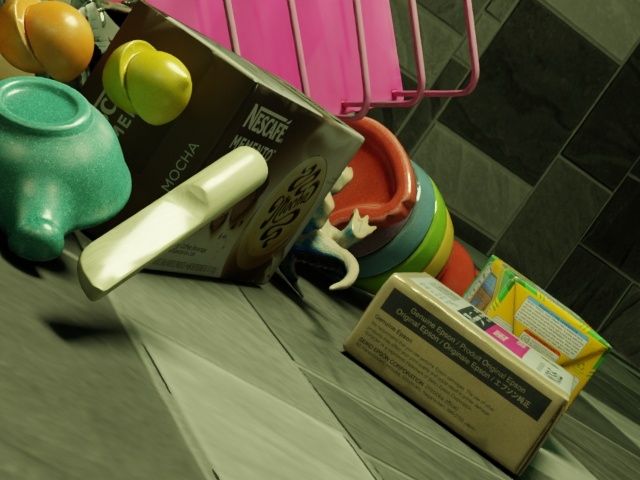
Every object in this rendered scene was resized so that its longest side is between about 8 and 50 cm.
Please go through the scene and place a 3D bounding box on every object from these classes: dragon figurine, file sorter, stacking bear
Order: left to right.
[{"bbox_3d":[-0.031,-0.005,1.413,0.085,0.144,0.289,32,26,-37],"label":"dragon figurine"},{"bbox_3d":[-0.009,-0.217,1.483,0.291,0.202,0.182,-15,11,-29],"label":"file sorter"},{"bbox_3d":[0.082,0.002,1.654,0.289,0.175,0.164,45,30,-46],"label":"stacking bear"}]

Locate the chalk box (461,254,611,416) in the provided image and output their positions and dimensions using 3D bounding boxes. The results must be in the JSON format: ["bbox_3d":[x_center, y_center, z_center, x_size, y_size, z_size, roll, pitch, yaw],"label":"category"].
[{"bbox_3d":[0.210,0.109,1.604,0.132,0.132,0.213,35,6,-7],"label":"chalk box"}]

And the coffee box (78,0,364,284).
[{"bbox_3d":[-0.091,-0.068,1.197,0.119,0.168,0.297,36,6,16],"label":"coffee box"}]

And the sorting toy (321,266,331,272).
[{"bbox_3d":[0.000,0.000,1.746,0.061,0.042,0.102,33,7,-15],"label":"sorting toy"}]

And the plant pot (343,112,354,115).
[{"bbox_3d":[-0.127,-0.193,1.695,0.247,0.248,0.252,29,-9,-40],"label":"plant pot"}]

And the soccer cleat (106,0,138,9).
[{"bbox_3d":[-0.294,-0.252,1.609,0.331,0.143,0.116,32,34,26],"label":"soccer cleat"}]

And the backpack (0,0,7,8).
[{"bbox_3d":[-0.332,-0.276,1.197,0.276,0.213,0.263,-98,167,-71],"label":"backpack"}]

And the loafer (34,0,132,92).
[{"bbox_3d":[-0.190,-0.169,1.222,0.084,0.096,0.267,-2,17,-6],"label":"loafer"}]

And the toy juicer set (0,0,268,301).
[{"bbox_3d":[-0.159,-0.059,0.965,0.209,0.089,0.329,-15,44,-41],"label":"toy juicer set"}]

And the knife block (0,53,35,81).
[{"bbox_3d":[-0.311,-0.197,1.399,0.276,0.088,0.242,37,7,14],"label":"knife block"}]

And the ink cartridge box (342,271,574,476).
[{"bbox_3d":[0.137,0.116,1.377,0.193,0.088,0.235,35,5,9],"label":"ink cartridge box"}]
